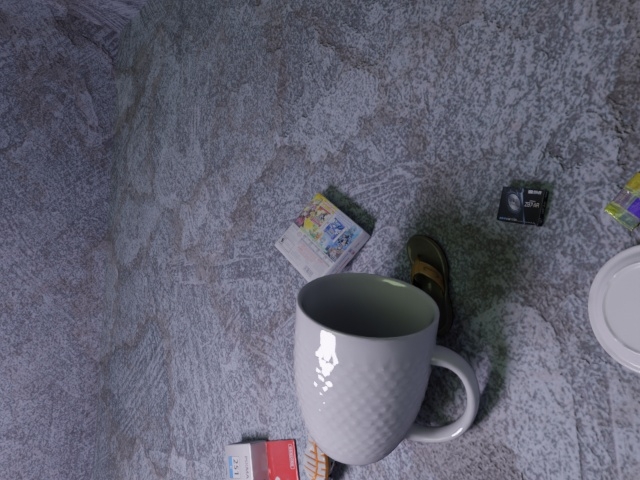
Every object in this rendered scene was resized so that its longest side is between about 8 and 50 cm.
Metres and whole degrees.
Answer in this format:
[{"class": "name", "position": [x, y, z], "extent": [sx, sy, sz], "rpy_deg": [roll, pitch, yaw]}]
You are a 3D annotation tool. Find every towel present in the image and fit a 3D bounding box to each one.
[{"class": "towel", "position": [0.507, -0.065, 0.809], "extent": [0.083, 0.009, 0.060], "rpy_deg": [-56, 49, 25]}]

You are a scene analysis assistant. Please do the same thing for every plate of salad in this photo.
[{"class": "plate of salad", "position": [0.505, 0.104, 0.758], "extent": [0.200, 0.048, 0.200], "rpy_deg": [-17, 69, 56]}]

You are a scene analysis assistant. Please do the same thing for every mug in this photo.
[{"class": "mug", "position": [0.125, 0.278, 1.009], "extent": [0.374, 0.276, 0.328], "rpy_deg": [11, 112, 19]}]

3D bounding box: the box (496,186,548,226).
[{"class": "box", "position": [0.377, -0.065, 0.944], "extent": [0.083, 0.018, 0.067], "rpy_deg": [15, 95, 48]}]

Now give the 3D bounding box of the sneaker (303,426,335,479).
[{"class": "sneaker", "position": [0.014, 0.493, 1.215], "extent": [0.084, 0.083, 0.215], "rpy_deg": [5, 93, 48]}]

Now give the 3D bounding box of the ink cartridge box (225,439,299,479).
[{"class": "ink cartridge box", "position": [-0.157, 0.705, 1.378], "extent": [0.261, 0.066, 0.296], "rpy_deg": [-26, 66, 44]}]

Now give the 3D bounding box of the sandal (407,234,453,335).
[{"class": "sandal", "position": [0.221, 0.090, 1.060], "extent": [0.090, 0.060, 0.219], "rpy_deg": [-19, 71, 45]}]

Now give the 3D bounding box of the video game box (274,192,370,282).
[{"class": "video game box", "position": [0.000, 0.000, 1.287], "extent": [0.187, 0.048, 0.205], "rpy_deg": [-51, 48, 6]}]
